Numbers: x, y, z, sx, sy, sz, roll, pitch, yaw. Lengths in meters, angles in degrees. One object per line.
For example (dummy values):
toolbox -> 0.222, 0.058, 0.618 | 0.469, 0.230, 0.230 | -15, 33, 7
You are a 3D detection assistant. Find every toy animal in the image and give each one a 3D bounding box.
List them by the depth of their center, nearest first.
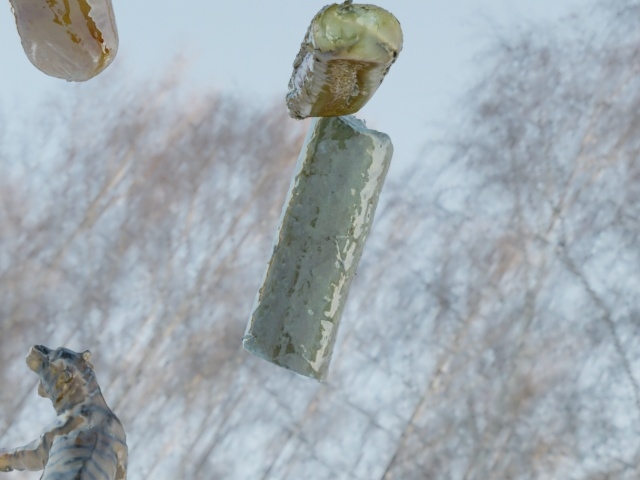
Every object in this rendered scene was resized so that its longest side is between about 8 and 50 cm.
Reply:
toy animal -> -0.187, 0.197, 1.033 | 0.114, 0.255, 0.116 | 24, -58, -13

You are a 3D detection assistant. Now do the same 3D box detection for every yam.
yam -> 0.000, 0.000, 1.435 | 0.093, 0.259, 0.093 | 17, 1, 0

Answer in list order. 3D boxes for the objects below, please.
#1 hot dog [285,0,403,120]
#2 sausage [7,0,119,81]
hot dog -> 0.014, -0.148, 1.236 | 0.289, 0.083, 0.068 | 137, -59, -81
sausage -> -0.259, -0.272, 1.356 | 0.109, 0.109, 0.270 | 8, -52, 36
